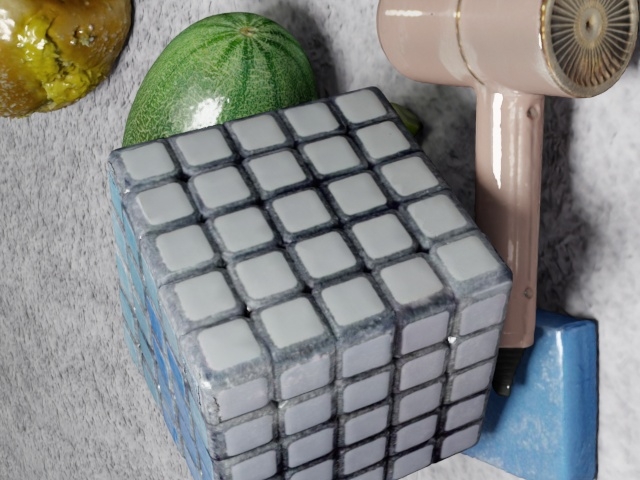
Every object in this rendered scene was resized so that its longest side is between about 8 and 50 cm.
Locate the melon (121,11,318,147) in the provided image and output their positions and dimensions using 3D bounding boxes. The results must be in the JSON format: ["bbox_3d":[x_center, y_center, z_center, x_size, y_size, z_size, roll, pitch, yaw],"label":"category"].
[{"bbox_3d":[-0.105,-0.095,1.121,0.182,0.182,0.287,58,138,24],"label":"melon"}]

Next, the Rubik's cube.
[{"bbox_3d":[-0.015,0.056,0.877,0.237,0.238,0.237,91,153,-47],"label":"Rubik's cube"}]

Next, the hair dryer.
[{"bbox_3d":[0.129,-0.046,0.866,0.189,0.107,0.344,15,109,51],"label":"hair dryer"}]

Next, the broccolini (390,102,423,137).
[{"bbox_3d":[-0.005,-0.002,1.136,0.392,0.079,0.074,-53,48,39],"label":"broccolini"}]

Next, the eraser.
[{"bbox_3d":[0.111,0.110,1.009,0.312,0.043,0.144,14,112,51],"label":"eraser"}]

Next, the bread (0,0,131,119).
[{"bbox_3d":[-0.353,-0.245,1.397,0.246,0.195,0.176,-34,67,54],"label":"bread"}]
